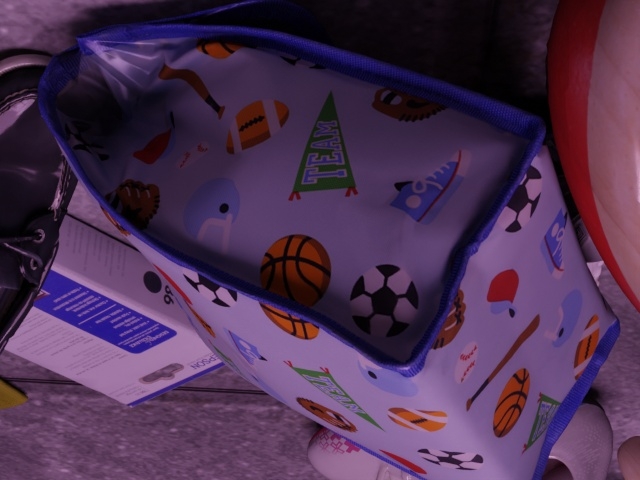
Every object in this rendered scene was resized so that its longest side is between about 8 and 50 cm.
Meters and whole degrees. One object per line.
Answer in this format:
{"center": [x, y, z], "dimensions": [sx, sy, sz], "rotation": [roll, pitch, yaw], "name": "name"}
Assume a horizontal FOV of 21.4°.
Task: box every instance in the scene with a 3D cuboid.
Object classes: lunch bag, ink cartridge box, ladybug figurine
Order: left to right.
{"center": [-0.246, 0.047, 1.546], "dimensions": [0.165, 0.065, 0.333], "rotation": [-26, 137, 37], "name": "ink cartridge box"}
{"center": [0.000, 0.000, 1.270], "dimensions": [0.385, 0.239, 0.328], "rotation": [21, 160, 30], "name": "lunch bag"}
{"center": [0.287, -0.063, 1.134], "dimensions": [0.162, 0.305, 0.449], "rotation": [15, 153, 49], "name": "ladybug figurine"}

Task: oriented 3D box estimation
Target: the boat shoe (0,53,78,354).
{"center": [-0.271, 0.012, 1.350], "dimensions": [0.127, 0.113, 0.340], "rotation": [18, 123, -29], "name": "boat shoe"}

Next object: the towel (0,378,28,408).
{"center": [-0.409, 0.126, 1.732], "dimensions": [0.102, 0.021, 0.237], "rotation": [-13, 145, 26], "name": "towel"}

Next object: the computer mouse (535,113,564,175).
{"center": [0.231, -0.097, 1.298], "dimensions": [0.242, 0.041, 0.071], "rotation": [-16, 153, 18], "name": "computer mouse"}

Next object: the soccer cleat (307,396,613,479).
{"center": [0.135, 0.234, 1.739], "dimensions": [0.331, 0.143, 0.116], "rotation": [-10, 146, 22], "name": "soccer cleat"}

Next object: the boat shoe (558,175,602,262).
{"center": [0.283, -0.044, 1.330], "dimensions": [0.219, 0.070, 0.078], "rotation": [-11, 149, -22], "name": "boat shoe"}

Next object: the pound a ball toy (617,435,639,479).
{"center": [0.397, 0.123, 1.429], "dimensions": [0.208, 0.136, 0.319], "rotation": [-13, 141, -19], "name": "pound a ball toy"}

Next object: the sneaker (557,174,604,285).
{"center": [0.219, 0.006, 1.430], "dimensions": [0.094, 0.080, 0.212], "rotation": [-19, 143, 12], "name": "sneaker"}
